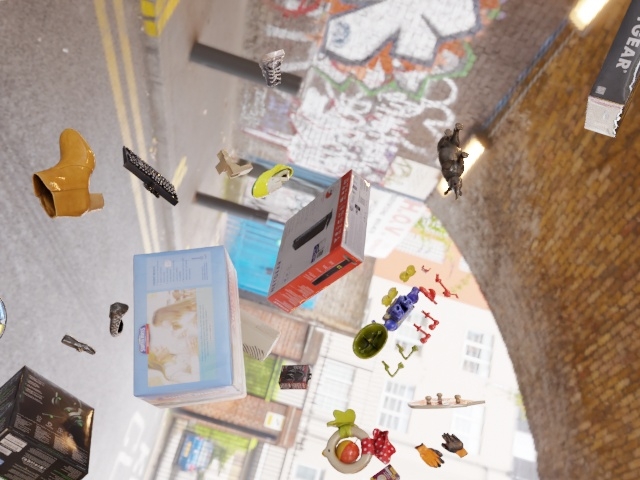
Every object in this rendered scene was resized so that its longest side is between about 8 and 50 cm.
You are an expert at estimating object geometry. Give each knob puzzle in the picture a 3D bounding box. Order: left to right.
[{"bbox_3d":[0.325,0.441,1.704,0.213,0.213,0.029,128,-40,-79],"label":"knob puzzle"}]

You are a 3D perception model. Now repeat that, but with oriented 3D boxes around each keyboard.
[{"bbox_3d":[-0.412,-0.150,1.507,0.023,0.180,0.108,-32,-133,14],"label":"keyboard"}]

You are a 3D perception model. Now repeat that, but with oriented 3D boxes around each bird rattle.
[{"bbox_3d":[0.121,0.712,2.135,0.207,0.254,0.143,-50,156,-18],"label":"bird rattle"}]

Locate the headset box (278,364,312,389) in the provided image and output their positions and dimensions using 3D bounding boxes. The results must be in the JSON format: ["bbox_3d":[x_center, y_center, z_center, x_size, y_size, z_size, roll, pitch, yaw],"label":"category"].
[{"bbox_3d":[-0.064,0.360,1.626,0.062,0.084,0.032,-77,159,-51],"label":"headset box"}]

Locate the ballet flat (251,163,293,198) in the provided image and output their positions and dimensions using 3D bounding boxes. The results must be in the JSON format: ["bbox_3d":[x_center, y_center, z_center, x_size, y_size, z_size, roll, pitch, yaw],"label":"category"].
[{"bbox_3d":[-0.161,-0.210,2.160,0.231,0.077,0.077,-51,145,-55],"label":"ballet flat"}]

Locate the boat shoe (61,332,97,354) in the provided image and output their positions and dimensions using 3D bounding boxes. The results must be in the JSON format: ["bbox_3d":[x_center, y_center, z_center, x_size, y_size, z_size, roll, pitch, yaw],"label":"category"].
[{"bbox_3d":[-0.844,0.370,2.157,0.046,0.125,0.038,-39,-160,47],"label":"boat shoe"}]

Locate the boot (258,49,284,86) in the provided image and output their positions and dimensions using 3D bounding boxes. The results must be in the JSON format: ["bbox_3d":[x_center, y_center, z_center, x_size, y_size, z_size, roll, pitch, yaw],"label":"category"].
[{"bbox_3d":[-0.137,-0.512,1.844,0.190,0.069,0.086,-144,-144,-76],"label":"boot"}]

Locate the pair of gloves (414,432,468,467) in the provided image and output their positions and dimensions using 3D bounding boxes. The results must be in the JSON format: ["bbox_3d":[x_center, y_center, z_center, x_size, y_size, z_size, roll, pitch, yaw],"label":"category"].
[{"bbox_3d":[0.223,0.387,1.135,0.083,0.074,0.010,-33,-157,16],"label":"pair of gloves"}]

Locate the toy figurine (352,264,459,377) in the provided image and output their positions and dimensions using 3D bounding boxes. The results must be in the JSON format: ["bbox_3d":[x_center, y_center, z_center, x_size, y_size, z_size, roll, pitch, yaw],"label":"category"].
[{"bbox_3d":[0.263,0.266,2.006,0.362,0.191,0.217,-52,171,-10],"label":"toy figurine"}]

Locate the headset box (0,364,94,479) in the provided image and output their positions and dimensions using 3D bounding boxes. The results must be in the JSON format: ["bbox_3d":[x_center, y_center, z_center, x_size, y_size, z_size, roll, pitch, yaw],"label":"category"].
[{"bbox_3d":[-0.740,0.499,1.629,0.131,0.246,0.283,-42,-151,5],"label":"headset box"}]

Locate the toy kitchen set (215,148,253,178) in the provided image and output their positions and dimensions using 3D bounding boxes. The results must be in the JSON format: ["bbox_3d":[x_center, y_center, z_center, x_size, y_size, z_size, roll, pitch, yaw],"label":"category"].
[{"bbox_3d":[-0.265,-0.228,1.849,0.075,0.083,0.068,-24,173,-40],"label":"toy kitchen set"}]

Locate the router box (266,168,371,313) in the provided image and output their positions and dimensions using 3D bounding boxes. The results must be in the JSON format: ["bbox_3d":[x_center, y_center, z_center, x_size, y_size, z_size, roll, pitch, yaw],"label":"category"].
[{"bbox_3d":[0.000,0.000,1.729,0.301,0.082,0.335,-37,-153,33],"label":"router box"}]

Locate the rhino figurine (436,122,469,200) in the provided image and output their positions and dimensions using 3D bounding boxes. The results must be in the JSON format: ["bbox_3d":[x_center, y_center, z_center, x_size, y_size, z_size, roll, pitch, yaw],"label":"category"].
[{"bbox_3d":[0.386,-0.219,1.799,0.106,0.073,0.243,107,-15,-59],"label":"rhino figurine"}]

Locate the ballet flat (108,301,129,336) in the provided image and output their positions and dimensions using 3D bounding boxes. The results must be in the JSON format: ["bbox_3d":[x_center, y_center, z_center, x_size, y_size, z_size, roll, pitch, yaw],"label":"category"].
[{"bbox_3d":[-0.540,0.219,1.659,0.173,0.049,0.057,116,-25,-56],"label":"ballet flat"}]

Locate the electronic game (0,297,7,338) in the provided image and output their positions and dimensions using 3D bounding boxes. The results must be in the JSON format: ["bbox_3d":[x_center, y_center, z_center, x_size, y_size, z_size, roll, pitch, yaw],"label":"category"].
[{"bbox_3d":[-0.997,0.220,1.714,0.048,0.229,0.229,-18,-129,56],"label":"electronic game"}]

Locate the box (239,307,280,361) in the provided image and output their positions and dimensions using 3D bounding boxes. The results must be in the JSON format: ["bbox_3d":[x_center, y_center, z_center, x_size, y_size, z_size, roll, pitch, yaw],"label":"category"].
[{"bbox_3d":[-0.285,0.304,2.165,0.094,0.275,0.113,-61,174,11],"label":"box"}]

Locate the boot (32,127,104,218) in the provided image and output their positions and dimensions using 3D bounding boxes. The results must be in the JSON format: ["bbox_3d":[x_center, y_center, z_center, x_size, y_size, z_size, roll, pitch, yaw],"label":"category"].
[{"bbox_3d":[-0.774,-0.208,1.848,0.211,0.104,0.294,-12,80,-66],"label":"boot"}]

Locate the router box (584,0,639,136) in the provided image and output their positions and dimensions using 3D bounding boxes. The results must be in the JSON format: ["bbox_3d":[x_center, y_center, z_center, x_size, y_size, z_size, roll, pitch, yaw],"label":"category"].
[{"bbox_3d":[0.709,-0.419,1.414,0.308,0.081,0.243,-66,158,1],"label":"router box"}]

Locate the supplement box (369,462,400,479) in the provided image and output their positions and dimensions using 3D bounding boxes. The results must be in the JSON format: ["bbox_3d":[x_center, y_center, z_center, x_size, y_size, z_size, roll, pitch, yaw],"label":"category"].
[{"bbox_3d":[0.205,0.760,1.962,0.083,0.055,0.043,-29,140,-20],"label":"supplement box"}]

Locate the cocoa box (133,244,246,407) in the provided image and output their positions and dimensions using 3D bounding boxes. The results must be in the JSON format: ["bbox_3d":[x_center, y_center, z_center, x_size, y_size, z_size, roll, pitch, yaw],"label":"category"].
[{"bbox_3d":[-0.320,0.215,1.518,0.228,0.232,0.346,89,-5,-69],"label":"cocoa box"}]
